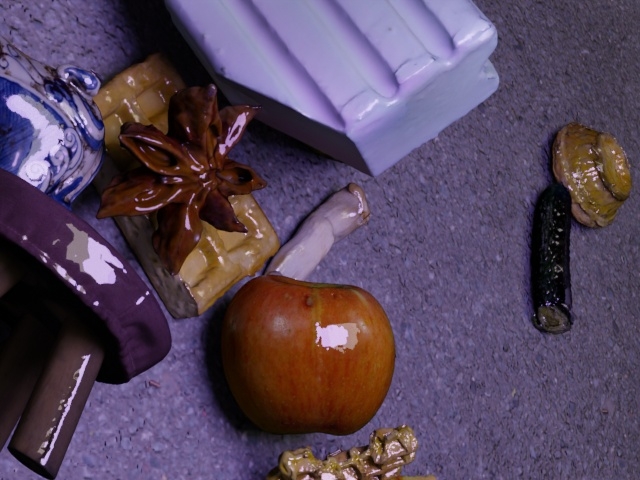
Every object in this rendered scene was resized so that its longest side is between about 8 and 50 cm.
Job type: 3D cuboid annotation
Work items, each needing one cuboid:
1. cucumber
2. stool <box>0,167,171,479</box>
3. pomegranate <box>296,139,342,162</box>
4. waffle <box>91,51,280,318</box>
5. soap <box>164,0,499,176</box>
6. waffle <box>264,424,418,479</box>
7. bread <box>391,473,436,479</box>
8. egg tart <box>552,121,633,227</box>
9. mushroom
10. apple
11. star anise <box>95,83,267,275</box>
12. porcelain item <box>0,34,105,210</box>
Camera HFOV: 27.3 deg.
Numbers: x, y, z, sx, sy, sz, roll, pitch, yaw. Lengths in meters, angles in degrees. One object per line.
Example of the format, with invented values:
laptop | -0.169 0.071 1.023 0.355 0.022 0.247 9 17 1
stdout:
cucumber | 0.347 0.016 1.979 0.067 0.067 0.245 25 56 -38
stool | -0.285 0.075 1.167 0.272 0.272 0.178 47 63 -23
pomegranate | 0.043 -0.225 1.658 0.231 0.231 0.286 48 20 -23
waffle | -0.165 -0.061 1.471 0.274 0.057 0.168 59 43 -13
soap | -0.034 -0.285 1.454 0.446 0.261 0.156 53 -2 20
waffle | 0.014 0.261 1.482 0.194 0.149 0.051 4 42 -42
bread | 0.110 0.432 1.590 0.167 0.163 0.264 10 37 -43
egg tart | 0.442 -0.111 2.106 0.191 0.074 0.191 29 49 -40
mushroom | -0.002 -0.003 1.627 0.202 0.054 0.059 -43 109 -41
apple | -0.015 0.131 1.463 0.196 0.196 0.196 19 62 -41
star anise | -0.144 -0.071 1.371 0.196 0.111 0.212 -61 153 -18
porcelain item | -0.339 -0.124 1.271 0.288 0.138 0.186 39 61 -36
